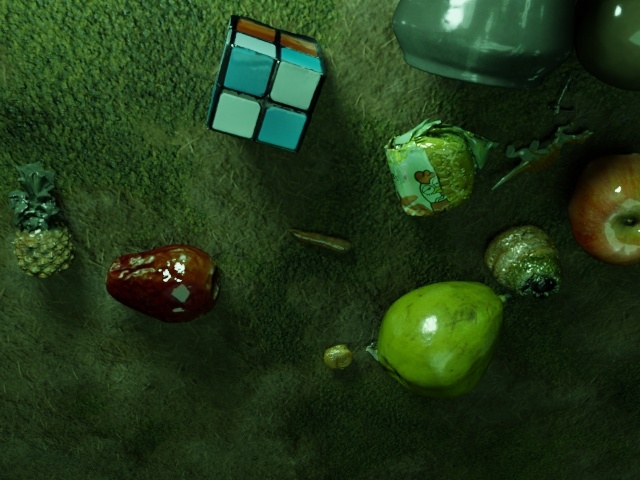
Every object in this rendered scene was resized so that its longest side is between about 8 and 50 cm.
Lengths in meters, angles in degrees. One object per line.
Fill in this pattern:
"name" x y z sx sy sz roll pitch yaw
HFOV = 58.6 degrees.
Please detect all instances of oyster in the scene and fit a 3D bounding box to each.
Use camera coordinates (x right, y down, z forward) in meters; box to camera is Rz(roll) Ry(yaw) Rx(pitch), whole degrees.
"oyster" 0.175 0.317 1.627 0.093 0.034 0.051 36 100 -15

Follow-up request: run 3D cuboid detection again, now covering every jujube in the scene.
"jujube" -0.365 0.098 1.337 0.256 0.190 0.189 8 127 9

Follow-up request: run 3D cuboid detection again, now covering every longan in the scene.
"longan" 0.587 -0.388 1.030 0.246 0.215 0.245 -7 110 -19

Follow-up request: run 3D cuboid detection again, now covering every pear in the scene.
"pear" 0.320 0.233 1.441 0.375 0.287 0.287 -31 124 -1

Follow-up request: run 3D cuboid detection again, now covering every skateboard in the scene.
"skateboard" 0.525 -0.308 1.200 0.064 0.032 0.083 -1 129 -17

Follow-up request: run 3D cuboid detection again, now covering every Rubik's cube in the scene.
"Rubik's cube" -0.102 -0.291 1.055 0.184 0.180 0.167 11 126 -16

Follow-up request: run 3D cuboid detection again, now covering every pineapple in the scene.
"pineapple" -0.608 -0.044 1.233 0.128 0.128 0.247 1 121 -6

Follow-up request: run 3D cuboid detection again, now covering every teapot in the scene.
"teapot" 0.318 -0.457 0.933 0.376 0.306 0.361 -11 125 -33

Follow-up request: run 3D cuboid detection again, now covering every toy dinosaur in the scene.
"toy dinosaur" 0.488 -0.189 1.280 0.143 0.057 0.212 8 140 -35

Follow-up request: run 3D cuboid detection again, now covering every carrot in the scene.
"carrot" 0.001 -0.001 1.372 0.165 0.035 0.035 16 123 -14

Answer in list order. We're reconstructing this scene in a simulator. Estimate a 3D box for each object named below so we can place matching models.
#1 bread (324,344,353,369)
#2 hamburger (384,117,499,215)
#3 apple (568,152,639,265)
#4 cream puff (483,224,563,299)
"bread" 0.049 0.331 1.615 0.083 0.046 0.081 14 121 -14
"hamburger" 0.261 -0.160 1.219 0.236 0.125 0.214 -3 138 14
"apple" 0.663 -0.079 1.264 0.242 0.241 0.241 4 118 8
"cream puff" 0.507 0.072 1.392 0.184 0.168 0.183 -3 128 -4
